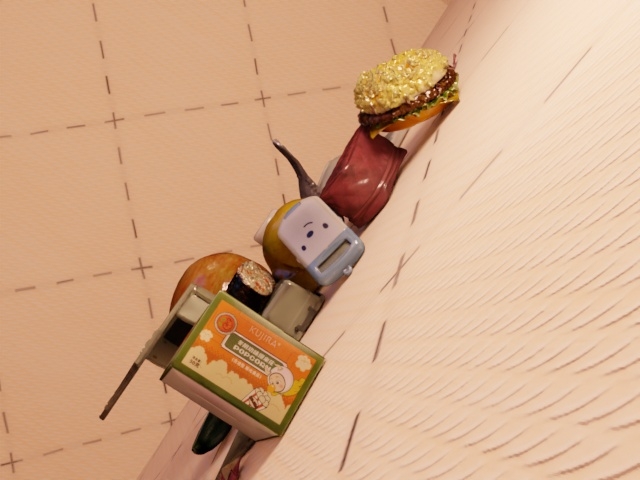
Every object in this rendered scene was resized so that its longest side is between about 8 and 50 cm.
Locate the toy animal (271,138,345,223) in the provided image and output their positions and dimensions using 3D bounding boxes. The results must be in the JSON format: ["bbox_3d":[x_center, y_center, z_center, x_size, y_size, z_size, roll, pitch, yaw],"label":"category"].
[{"bbox_3d":[0.017,-0.085,1.765,0.206,0.367,0.081,-22,24,-24],"label":"toy animal"}]

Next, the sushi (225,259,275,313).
[{"bbox_3d":[-0.147,0.098,1.592,0.078,0.090,0.150,-52,4,13],"label":"sushi"}]

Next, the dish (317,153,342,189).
[{"bbox_3d":[0.034,-0.142,1.934,0.229,0.081,0.229,23,-90,-85],"label":"dish"}]

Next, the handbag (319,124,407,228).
[{"bbox_3d":[0.096,-0.143,1.667,0.146,0.135,0.225,-48,12,41],"label":"handbag"}]

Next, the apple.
[{"bbox_3d":[-0.228,0.184,1.790,0.250,0.277,0.309,-71,-20,-49],"label":"apple"}]

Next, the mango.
[{"bbox_3d":[-0.043,0.026,1.670,0.167,0.130,0.262,-19,-46,-14],"label":"mango"}]

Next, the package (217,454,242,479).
[{"bbox_3d":[-0.147,0.378,1.208,0.059,0.029,0.083,-63,-6,4],"label":"package"}]

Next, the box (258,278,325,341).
[{"bbox_3d":[-0.066,0.141,1.576,0.124,0.093,0.172,-57,5,-7],"label":"box"}]

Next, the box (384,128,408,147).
[{"bbox_3d":[0.154,-0.203,2.019,0.142,0.044,0.285,-43,14,51],"label":"box"}]

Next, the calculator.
[{"bbox_3d":[0.000,0.000,1.498,0.121,0.210,0.039,-45,-37,4],"label":"calculator"}]

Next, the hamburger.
[{"bbox_3d":[0.184,-0.331,1.630,0.243,0.139,0.262,-22,20,13],"label":"hamburger"}]

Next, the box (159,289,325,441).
[{"bbox_3d":[-0.125,0.198,1.185,0.148,0.195,0.177,-58,5,-24],"label":"box"}]

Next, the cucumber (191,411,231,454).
[{"bbox_3d":[-0.211,0.372,1.643,0.115,0.063,0.244,-61,1,37],"label":"cucumber"}]

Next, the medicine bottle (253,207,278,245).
[{"bbox_3d":[-0.071,0.007,1.962,0.103,0.186,0.103,-55,4,6],"label":"medicine bottle"}]

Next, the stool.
[{"bbox_3d":[-0.215,0.257,1.391,0.170,0.243,0.270,-54,5,30],"label":"stool"}]
